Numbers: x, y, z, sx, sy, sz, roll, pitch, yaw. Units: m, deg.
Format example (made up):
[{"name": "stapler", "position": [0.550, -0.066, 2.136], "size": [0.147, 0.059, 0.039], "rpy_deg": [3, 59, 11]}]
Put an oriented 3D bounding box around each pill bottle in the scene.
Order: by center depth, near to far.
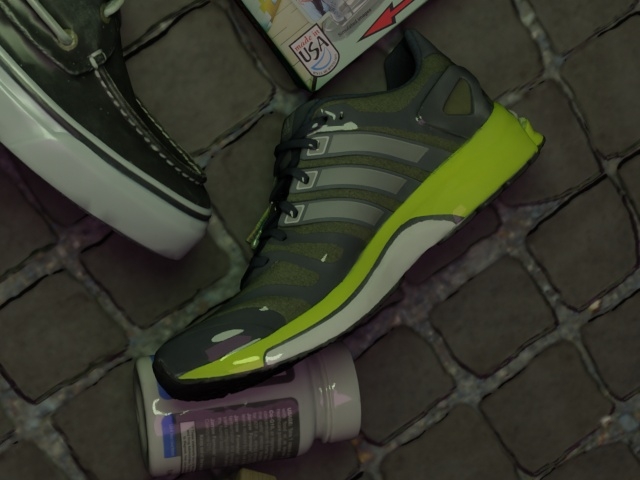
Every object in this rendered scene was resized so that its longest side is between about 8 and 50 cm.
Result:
[{"name": "pill bottle", "position": [-0.047, 0.105, 0.943], "size": [0.137, 0.078, 0.078], "rpy_deg": [-6, 104, -13]}]

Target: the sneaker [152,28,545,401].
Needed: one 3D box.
[{"name": "sneaker", "position": [0.001, -0.015, 0.896], "size": [0.300, 0.111, 0.121], "rpy_deg": [-41, 92, -30]}]

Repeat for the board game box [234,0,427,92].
[{"name": "board game box", "position": [0.049, -0.272, 0.900], "size": [0.317, 0.046, 0.213], "rpy_deg": [-40, 110, -3]}]

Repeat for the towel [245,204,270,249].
[{"name": "towel", "position": [0.000, 0.000, 0.967], "size": [0.083, 0.009, 0.060], "rpy_deg": [34, 93, -19]}]

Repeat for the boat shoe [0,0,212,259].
[{"name": "boat shoe", "position": [-0.166, -0.132, 0.836], "size": [0.119, 0.121, 0.335], "rpy_deg": [-43, 107, 3]}]

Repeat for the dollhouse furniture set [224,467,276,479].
[{"name": "dollhouse furniture set", "position": [-0.115, 0.230, 0.921], "size": [0.123, 0.144, 0.151], "rpy_deg": [18, 134, -17]}]
